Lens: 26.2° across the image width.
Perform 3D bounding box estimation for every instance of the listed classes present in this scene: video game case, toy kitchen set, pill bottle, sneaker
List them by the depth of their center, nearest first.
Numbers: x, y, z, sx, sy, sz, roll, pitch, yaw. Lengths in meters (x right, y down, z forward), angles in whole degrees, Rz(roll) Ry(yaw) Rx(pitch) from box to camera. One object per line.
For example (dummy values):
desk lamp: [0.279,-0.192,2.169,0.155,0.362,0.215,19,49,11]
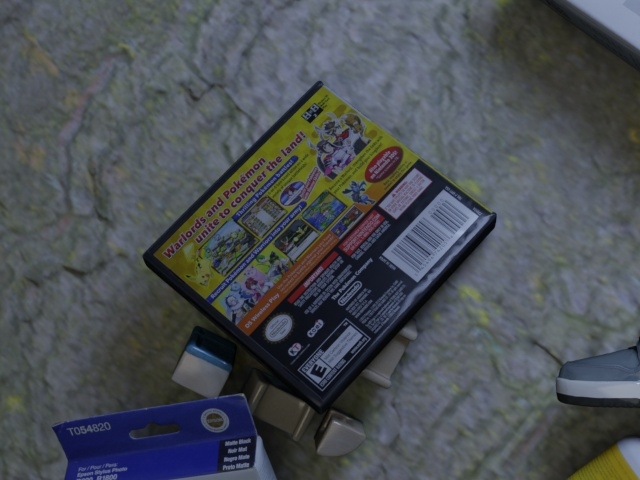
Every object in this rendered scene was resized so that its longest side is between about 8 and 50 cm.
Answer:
sneaker: [0.363,0.059,1.323,0.295,0.124,0.178,-10,89,7]
pill bottle: [0.297,0.256,1.344,0.184,0.103,0.103,-40,78,11]
video game case: [0.000,0.000,1.416,0.248,0.035,0.275,39,74,18]
toy kitchen set: [-0.026,0.110,1.456,0.207,0.122,0.166,27,94,-5]

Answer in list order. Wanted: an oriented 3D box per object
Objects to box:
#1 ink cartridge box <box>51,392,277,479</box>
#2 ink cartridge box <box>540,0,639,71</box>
ink cartridge box: [-0.151,0.275,1.441,0.223,0.045,0.224,-11,118,15]
ink cartridge box: [0.381,-0.308,1.322,0.272,0.130,0.309,41,98,22]
